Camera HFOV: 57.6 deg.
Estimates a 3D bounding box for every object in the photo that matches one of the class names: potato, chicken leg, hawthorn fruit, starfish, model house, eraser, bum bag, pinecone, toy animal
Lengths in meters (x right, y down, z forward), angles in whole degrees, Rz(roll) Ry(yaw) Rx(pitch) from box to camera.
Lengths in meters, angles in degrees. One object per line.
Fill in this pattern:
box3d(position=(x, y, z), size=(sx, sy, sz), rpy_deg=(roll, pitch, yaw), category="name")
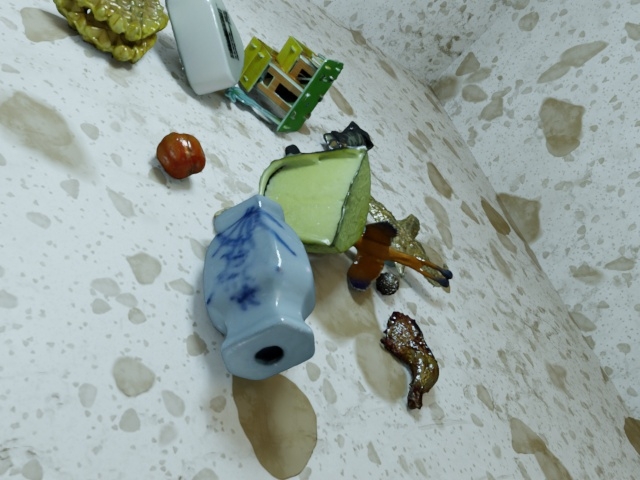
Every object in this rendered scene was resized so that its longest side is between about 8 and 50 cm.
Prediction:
box3d(position=(-0.024, -0.095, 1.658), size=(0.213, 0.280, 0.330), rpy_deg=(69, 35, -59), category="potato")
box3d(position=(0.260, 0.335, 1.669), size=(0.177, 0.083, 0.322), rpy_deg=(9, 45, -37), category="chicken leg")
box3d(position=(-0.348, -0.213, 1.468), size=(0.128, 0.128, 0.128), rpy_deg=(34, 32, -24), category="hawthorn fruit")
box3d(position=(0.293, -0.035, 2.047), size=(0.324, 0.082, 0.432), rpy_deg=(10, 46, -43), category="starfish")
box3d(position=(-0.162, -0.581, 1.996), size=(0.323, 0.300, 0.340), rpy_deg=(41, 22, 9), category="model house")
box3d(position=(-0.360, -0.652, 1.823), size=(0.331, 0.150, 0.331), rpy_deg=(-15, 90, -78), category="eraser")
box3d(position=(0.107, -0.389, 2.319), size=(0.144, 0.095, 0.340), rpy_deg=(51, 36, 0), category="bum bag")
box3d(position=(0.213, 0.140, 1.841), size=(0.077, 0.077, 0.083), rpy_deg=(61, 0, 22), category="pinecone")
box3d(position=(0.223, 0.032, 1.820), size=(0.284, 0.225, 0.302), rpy_deg=(14, 15, -23), category="toy animal")

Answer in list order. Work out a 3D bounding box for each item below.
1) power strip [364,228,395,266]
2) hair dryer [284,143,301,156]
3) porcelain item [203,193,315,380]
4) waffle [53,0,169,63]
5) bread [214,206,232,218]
box3d(position=(0.246, 0.014, 2.054), size=(0.253, 0.054, 0.168), rpy_deg=(-8, 63, -56), category="power strip")
box3d(position=(0.008, -0.151, 1.930), size=(0.359, 0.120, 0.304), rpy_deg=(42, 13, -31), category="hair dryer")
box3d(position=(-0.133, 0.089, 1.269), size=(0.178, 0.242, 0.405), rpy_deg=(53, 15, -41), category="porcelain item")
box3d(position=(-0.577, -0.649, 1.650), size=(0.261, 0.151, 0.324), rpy_deg=(38, 33, -24), category="waffle")
box3d(position=(-0.241, -0.055, 1.477), size=(0.103, 0.049, 0.062), rpy_deg=(63, 4, 28), category="bread")
